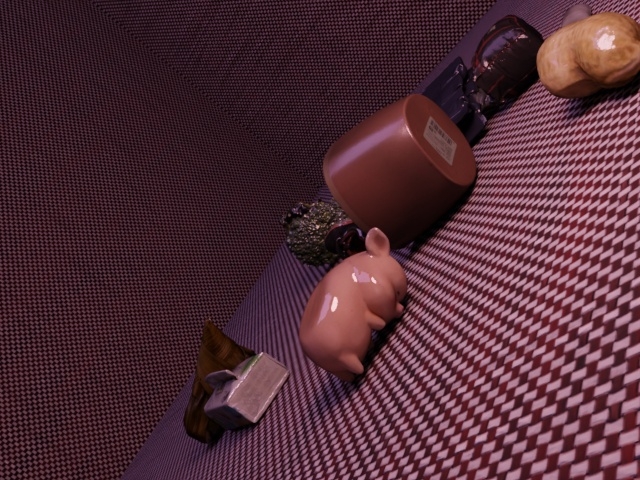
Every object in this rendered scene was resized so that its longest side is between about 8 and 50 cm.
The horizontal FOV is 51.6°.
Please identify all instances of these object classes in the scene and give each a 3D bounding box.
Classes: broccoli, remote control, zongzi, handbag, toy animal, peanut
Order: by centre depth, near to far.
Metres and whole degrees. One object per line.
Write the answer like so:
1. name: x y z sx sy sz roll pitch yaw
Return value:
1. peanut: 0.440 -0.294 1.072 0.137 0.122 0.253 -61 12 -3
2. toy animal: 0.059 0.120 1.187 0.250 0.154 0.166 -52 -2 -29
3. remote control: 0.580 -0.501 1.518 0.073 0.044 0.229 -38 11 36
4. handbag: 0.446 -0.436 1.584 0.169 0.155 0.215 -52 9 29
5. handbag: 0.338 -0.327 1.727 0.269 0.118 0.325 -46 23 36
6. zongzi: -0.302 0.376 1.778 0.285 0.134 0.288 -60 -33 -23
7. broccoli: 0.001 -0.062 2.141 0.243 0.247 0.262 -53 -18 -67

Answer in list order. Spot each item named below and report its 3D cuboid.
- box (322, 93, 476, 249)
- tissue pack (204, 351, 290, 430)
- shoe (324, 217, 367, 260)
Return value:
1. box: 0.181 -0.159 1.416 0.216 0.301 0.301 -37 13 32
2. tissue pack: -0.205 0.360 1.636 0.159 0.145 0.229 -54 8 -29
3. shoe: 0.096 0.005 1.757 0.137 0.114 0.291 -61 14 -27
